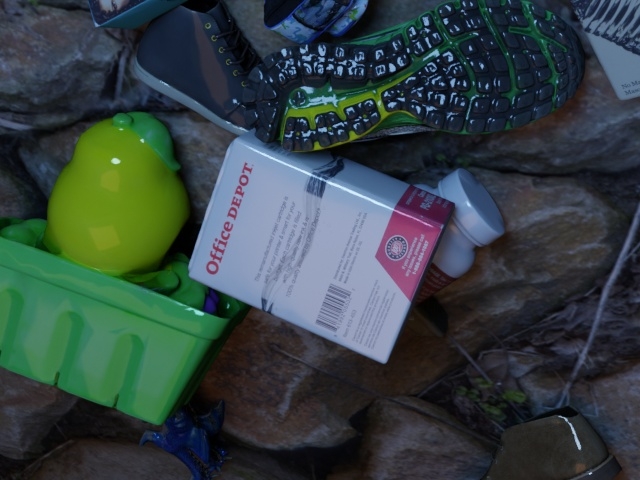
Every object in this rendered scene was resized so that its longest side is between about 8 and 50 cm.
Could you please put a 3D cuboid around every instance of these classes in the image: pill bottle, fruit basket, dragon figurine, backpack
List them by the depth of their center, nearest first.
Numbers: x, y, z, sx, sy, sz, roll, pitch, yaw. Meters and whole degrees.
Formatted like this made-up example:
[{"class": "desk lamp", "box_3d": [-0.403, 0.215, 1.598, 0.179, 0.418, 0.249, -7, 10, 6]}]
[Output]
[{"class": "backpack", "box_3d": [-0.003, -0.252, 1.127, 0.084, 0.105, 0.114, 21, 148, -29]}, {"class": "pill bottle", "box_3d": [0.100, 0.012, 1.303, 0.216, 0.121, 0.121, -34, 114, 23]}, {"class": "fruit basket", "box_3d": [-0.266, 0.012, 1.438, 0.392, 0.283, 0.392, 0, 92, 5]}, {"class": "dragon figurine", "box_3d": [-0.198, 0.289, 1.745, 0.144, 0.085, 0.289, 21, 137, 3]}]

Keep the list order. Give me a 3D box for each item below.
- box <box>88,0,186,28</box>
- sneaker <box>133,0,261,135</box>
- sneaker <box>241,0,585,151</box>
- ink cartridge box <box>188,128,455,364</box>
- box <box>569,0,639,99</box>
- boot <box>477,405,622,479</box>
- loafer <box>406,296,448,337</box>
[{"class": "box", "box_3d": [-0.140, -0.304, 1.134, 0.244, 0.060, 0.100, -18, 87, 35]}, {"class": "sneaker", "box_3d": [-0.093, -0.193, 1.237, 0.222, 0.083, 0.118, 22, 132, -3]}, {"class": "sneaker", "box_3d": [0.098, -0.172, 1.157, 0.343, 0.146, 0.134, -5, 97, 9]}, {"class": "ink cartridge box", "box_3d": [0.000, 0.000, 1.208, 0.237, 0.100, 0.172, 23, 111, 7]}, {"class": "box", "box_3d": [0.268, -0.267, 1.003, 0.113, 0.094, 0.275, -16, 124, 34]}, {"class": "boot", "box_3d": [0.280, 0.316, 1.584, 0.305, 0.112, 0.115, -36, 82, 47]}, {"class": "loafer", "box_3d": [0.107, 0.077, 1.432, 0.050, 0.056, 0.148, -23, 120, 30]}]
